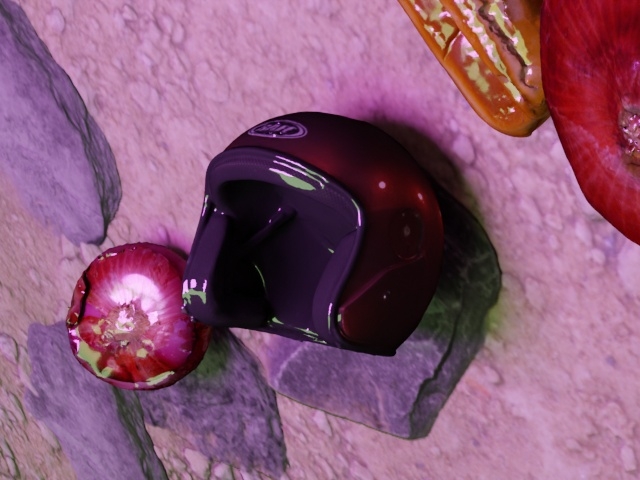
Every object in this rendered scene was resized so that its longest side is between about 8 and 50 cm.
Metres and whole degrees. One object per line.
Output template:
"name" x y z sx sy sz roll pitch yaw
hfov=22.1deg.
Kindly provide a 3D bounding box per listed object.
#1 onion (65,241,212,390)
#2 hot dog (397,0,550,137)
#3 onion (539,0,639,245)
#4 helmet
"onion" -0.175 0.070 1.644 0.150 0.140 0.150 1 101 6
"hot dog" 0.087 -0.194 1.133 0.269 0.072 0.115 57 169 -1
"onion" 0.228 -0.099 0.997 0.248 0.161 0.248 38 134 54
"helmet" 0.000 0.000 1.291 0.189 0.193 0.216 8 134 43
